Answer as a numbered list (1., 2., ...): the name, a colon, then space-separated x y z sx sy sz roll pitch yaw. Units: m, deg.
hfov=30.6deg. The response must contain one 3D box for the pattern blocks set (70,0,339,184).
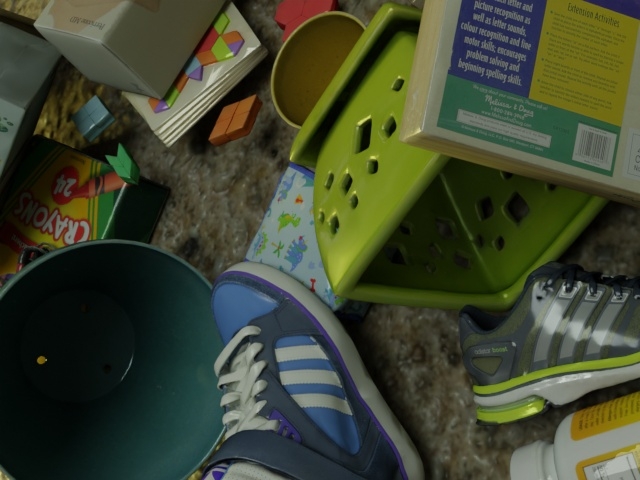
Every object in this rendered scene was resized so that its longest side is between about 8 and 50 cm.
1. pattern blocks set: -0.155 -0.215 1.423 0.325 0.026 0.285 -50 50 -3

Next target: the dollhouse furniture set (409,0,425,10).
1. dollhouse furniture set: 0.176 -0.247 1.250 0.144 0.123 0.151 -51 20 12

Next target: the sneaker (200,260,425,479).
1. sneaker: -0.065 0.176 1.130 0.323 0.236 0.130 52 134 16

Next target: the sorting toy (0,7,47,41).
1. sorting toy: -0.453 -0.216 1.586 0.038 0.193 0.208 40 100 11

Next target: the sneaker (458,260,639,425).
1. sneaker: 0.247 0.066 1.041 0.300 0.111 0.121 -27 87 25

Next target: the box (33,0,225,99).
1. box: -0.190 -0.337 1.420 0.148 0.121 0.311 18 72 39

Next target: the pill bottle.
1. pill bottle: 0.275 0.190 1.002 0.208 0.117 0.118 -25 64 27

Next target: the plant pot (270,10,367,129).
1. plant pot: 0.027 -0.172 1.289 0.134 0.095 0.134 -10 72 33

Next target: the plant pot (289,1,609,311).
1. plant pot: 0.117 -0.083 1.103 0.228 0.227 0.207 -55 44 33

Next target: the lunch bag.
1. lunch bag: 0.000 0.000 1.260 0.151 0.096 0.129 28 94 27

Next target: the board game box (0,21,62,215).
1. board game box: -0.435 -0.095 1.472 0.224 0.097 0.303 -87 22 -64

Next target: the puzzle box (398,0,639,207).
1. puzzle box: 0.278 -0.163 0.953 0.052 0.409 0.272 169 114 -72

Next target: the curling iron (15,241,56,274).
1. curling iron: -0.359 0.134 1.408 0.068 0.035 0.274 4 79 35

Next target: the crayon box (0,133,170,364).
1. crayon box: -0.339 0.044 1.493 0.202 0.081 0.319 22 90 36

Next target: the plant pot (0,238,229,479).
1. plant pot: -0.257 0.134 1.317 0.195 0.290 0.290 14 85 67
